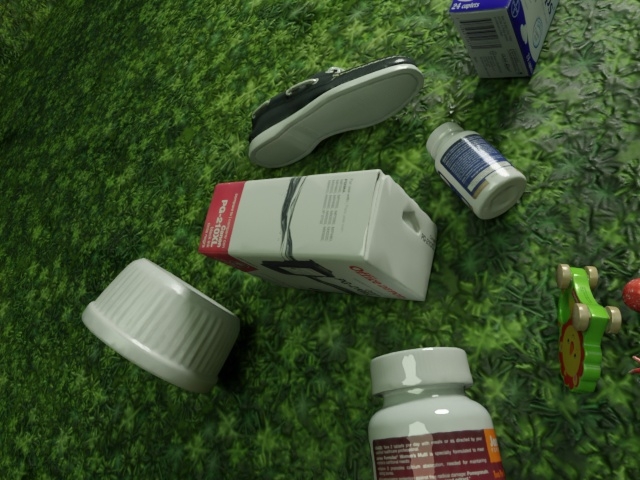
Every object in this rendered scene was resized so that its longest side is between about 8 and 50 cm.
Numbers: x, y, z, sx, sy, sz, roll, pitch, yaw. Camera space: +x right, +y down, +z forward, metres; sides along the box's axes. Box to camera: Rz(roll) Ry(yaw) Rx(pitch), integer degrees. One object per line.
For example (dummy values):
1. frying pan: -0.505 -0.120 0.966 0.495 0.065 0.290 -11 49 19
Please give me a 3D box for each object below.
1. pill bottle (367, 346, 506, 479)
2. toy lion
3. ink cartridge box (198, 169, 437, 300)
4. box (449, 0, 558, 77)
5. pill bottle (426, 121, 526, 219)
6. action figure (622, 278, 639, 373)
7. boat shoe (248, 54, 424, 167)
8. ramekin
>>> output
1. pill bottle: 0.109 0.221 0.424 0.121 0.121 0.221 -19 61 27
2. toy lion: 0.240 0.085 0.423 0.034 0.096 0.100 4 32 12
3. ink cartridge box: 0.000 0.000 0.561 0.237 0.172 0.100 1 72 35
4. box: 0.231 -0.294 0.555 0.072 0.126 0.137 16 80 39
5. pill bottle: 0.180 -0.088 0.541 0.067 0.067 0.120 -40 53 14
6. action figure: 0.366 0.088 0.336 0.280 0.139 0.092 19 78 16
7. boat shoe: 0.005 -0.209 0.685 0.302 0.114 0.091 -17 67 27
8. ramekin: -0.213 0.114 0.647 0.207 0.207 0.109 23 74 39
